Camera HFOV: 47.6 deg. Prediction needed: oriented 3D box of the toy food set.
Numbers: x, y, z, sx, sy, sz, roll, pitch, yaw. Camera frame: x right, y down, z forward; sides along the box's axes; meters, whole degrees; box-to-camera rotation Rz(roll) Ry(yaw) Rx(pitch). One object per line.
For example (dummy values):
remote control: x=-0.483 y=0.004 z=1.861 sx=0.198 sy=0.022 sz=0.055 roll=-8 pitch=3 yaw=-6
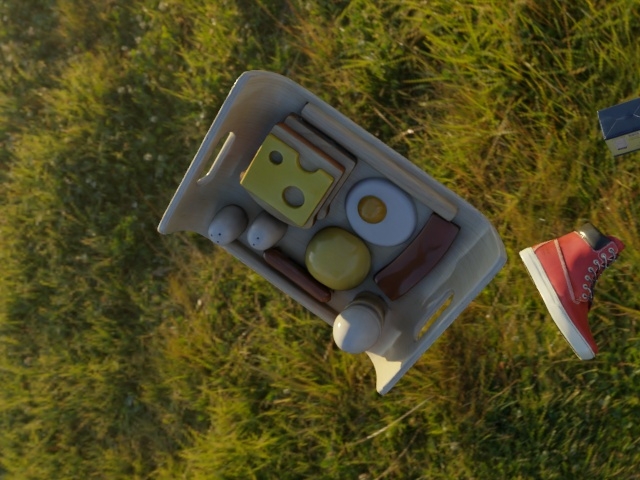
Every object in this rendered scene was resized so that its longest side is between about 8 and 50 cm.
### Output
toy food set: x=0.000 y=0.000 z=0.740 sx=0.306 sy=0.092 sz=0.220 roll=35 pitch=122 yaw=1

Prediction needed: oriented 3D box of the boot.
boot: x=0.487 y=0.083 z=1.310 sx=0.176 sy=0.088 sz=0.244 roll=-25 pitch=52 yaw=12

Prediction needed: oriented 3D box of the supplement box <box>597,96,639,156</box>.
supplement box: x=0.527 y=-0.193 z=1.234 sx=0.083 sy=0.083 sz=0.056 roll=-16 pitch=65 yaw=28
